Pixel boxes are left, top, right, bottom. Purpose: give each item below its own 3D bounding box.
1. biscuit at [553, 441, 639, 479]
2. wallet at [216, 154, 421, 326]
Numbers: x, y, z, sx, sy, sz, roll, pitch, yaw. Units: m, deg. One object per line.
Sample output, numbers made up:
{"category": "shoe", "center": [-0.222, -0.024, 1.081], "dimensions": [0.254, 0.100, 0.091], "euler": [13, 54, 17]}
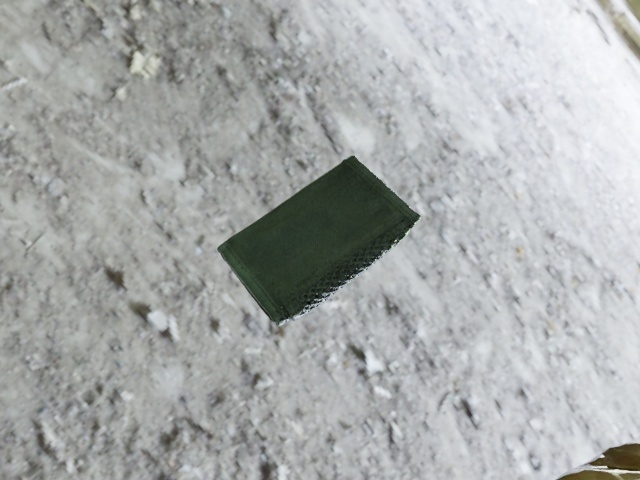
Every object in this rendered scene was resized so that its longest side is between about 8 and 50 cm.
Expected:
{"category": "biscuit", "center": [0.300, 0.235, 0.703], "dimensions": [0.296, 0.297, 0.101], "euler": [-34, 120, -63]}
{"category": "wallet", "center": [0.000, 0.000, 0.706], "dimensions": [0.088, 0.129, 0.026], "euler": [46, -14, 36]}
